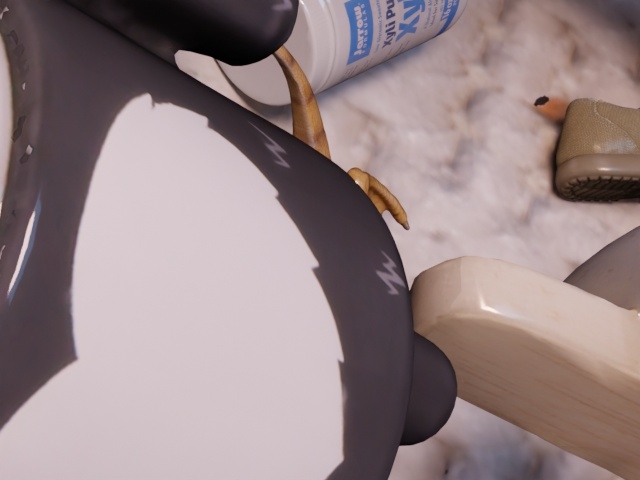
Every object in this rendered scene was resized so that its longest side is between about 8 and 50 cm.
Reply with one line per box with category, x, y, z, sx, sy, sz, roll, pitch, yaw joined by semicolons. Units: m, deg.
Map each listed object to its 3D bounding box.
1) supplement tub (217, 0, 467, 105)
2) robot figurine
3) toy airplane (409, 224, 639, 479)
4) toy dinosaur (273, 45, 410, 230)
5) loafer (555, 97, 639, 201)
supplement tub;0.009;-0.108;0.791;0.107;0.071;0.071;-31;90;-40
robot figurine;-0.085;0.023;0.480;0.278;0.174;0.209;29;43;-42
toy airplane;0.248;0.102;0.684;0.386;0.384;0.272;41;67;-68
toy dinosaur;0.000;0.000;0.697;0.112;0.064;0.211;-73;162;-71
loafer;0.179;-0.047;0.895;0.148;0.056;0.050;1;77;-35
